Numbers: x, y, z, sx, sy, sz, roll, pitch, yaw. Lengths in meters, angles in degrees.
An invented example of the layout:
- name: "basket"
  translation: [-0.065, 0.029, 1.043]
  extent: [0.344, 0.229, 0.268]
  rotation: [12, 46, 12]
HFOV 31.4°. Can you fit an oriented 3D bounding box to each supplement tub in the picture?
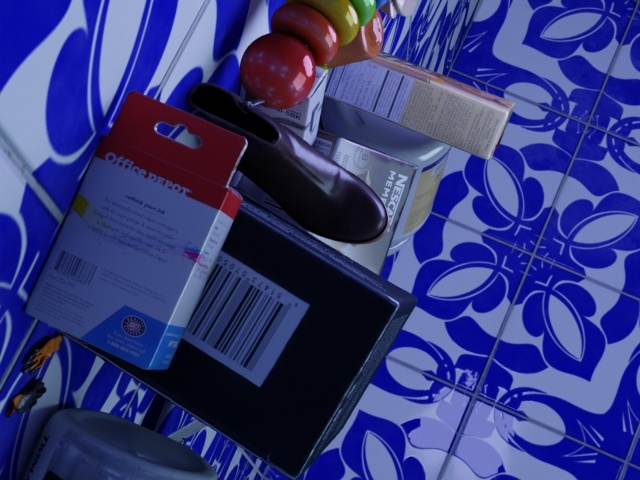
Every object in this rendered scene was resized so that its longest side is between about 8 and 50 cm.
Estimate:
- name: "supplement tub"
  translation: [-0.263, 0.372, 1.243]
  extent: [0.207, 0.207, 0.338]
  rotation: [34, 80, -82]
- name: "supplement tub"
  translation: [0.103, -0.139, 2.072]
  extent: [0.331, 0.241, 0.241]
  rotation: [102, 14, -55]

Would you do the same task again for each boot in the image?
- name: "boot"
  translation: [-0.036, -0.083, 1.323]
  extent: [0.090, 0.248, 0.207]
  rotation: [-57, 169, -3]

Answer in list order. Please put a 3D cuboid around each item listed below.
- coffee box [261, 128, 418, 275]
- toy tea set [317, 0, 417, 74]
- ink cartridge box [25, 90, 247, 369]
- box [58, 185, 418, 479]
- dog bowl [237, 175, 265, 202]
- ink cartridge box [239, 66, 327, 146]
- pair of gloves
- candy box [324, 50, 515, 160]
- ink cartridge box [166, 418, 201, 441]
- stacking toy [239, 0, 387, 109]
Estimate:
- name: "coffee box"
  translation: [0.000, 0.000, 1.610]
  extent: [0.168, 0.118, 0.297]
  rotation: [17, 95, -42]
- name: "toy tea set"
  translation: [0.043, -0.379, 1.614]
  extent: [0.336, 0.124, 0.200]
  rotation: [-53, 135, -47]
- name: "ink cartridge box"
  translation: [-0.164, -0.008, 1.078]
  extent: [0.078, 0.134, 0.231]
  rotation: [47, 67, -80]
- name: "box"
  translation: [-0.070, 0.083, 1.319]
  extent: [0.212, 0.293, 0.395]
  rotation: [-59, 172, 3]
- name: "dog bowl"
  translation: [-0.065, -0.022, 1.808]
  extent: [0.349, 0.102, 0.349]
  rotation: [24, 90, -81]
- name: "ink cartridge box"
  translation: [-0.053, -0.172, 1.472]
  extent: [0.135, 0.099, 0.056]
  rotation: [101, 16, -53]
- name: "pair of gloves"
  translation: [-0.285, 0.136, 1.140]
  extent: [0.074, 0.010, 0.083]
  rotation: [-37, 150, -74]
- name: "candy box"
  translation: [0.145, -0.232, 1.813]
  extent: [0.183, 0.316, 0.088]
  rotation: [-39, 150, -73]
- name: "ink cartridge box"
  translation: [-0.196, 0.236, 1.761]
  extent: [0.255, 0.097, 0.189]
  rotation: [-32, 170, -1]
- name: "stacking toy"
  translation: [0.015, -0.294, 1.363]
  extent: [0.330, 0.141, 0.141]
  rotation: [-56, 168, -21]
